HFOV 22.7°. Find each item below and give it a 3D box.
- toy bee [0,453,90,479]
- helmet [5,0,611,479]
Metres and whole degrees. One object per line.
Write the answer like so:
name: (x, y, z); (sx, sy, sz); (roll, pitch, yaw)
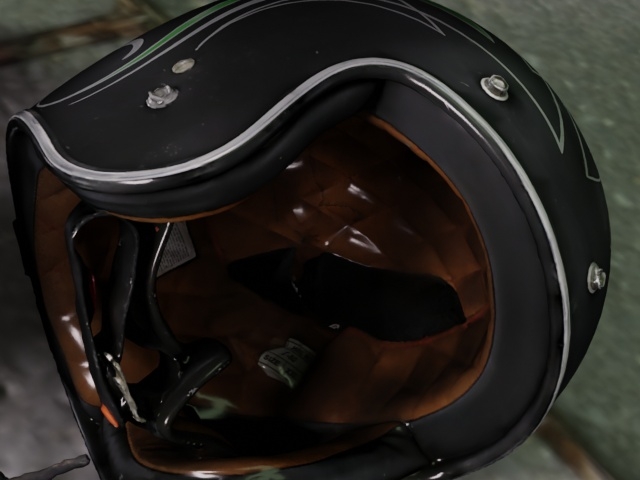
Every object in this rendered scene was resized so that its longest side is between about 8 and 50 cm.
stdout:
toy bee: (-0.195, -0.009, 0.407); (0.298, 0.162, 0.195); (4, 42, -20)
helmet: (0.000, 0.000, 0.481); (0.161, 0.169, 0.169); (-17, 52, -18)
